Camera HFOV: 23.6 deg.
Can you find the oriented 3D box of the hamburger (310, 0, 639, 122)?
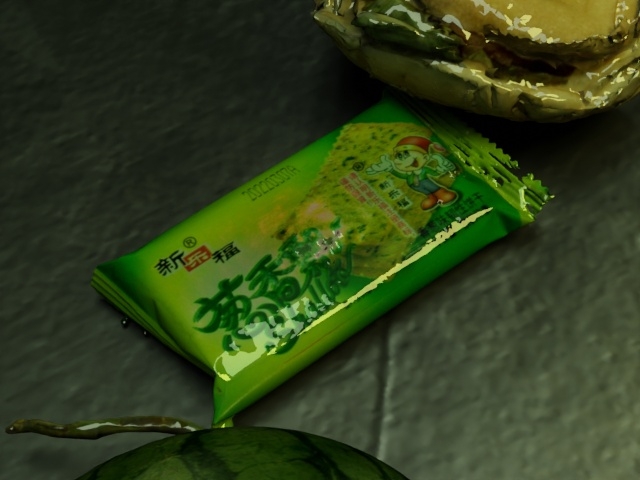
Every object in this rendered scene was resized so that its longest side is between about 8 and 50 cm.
[{"bbox_3d":[0.056,-0.097,0.680,0.176,0.087,0.102,37,62,16],"label":"hamburger"}]

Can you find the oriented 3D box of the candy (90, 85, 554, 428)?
[{"bbox_3d":[0.000,-0.001,0.655,0.178,0.032,0.102,-33,59,-17],"label":"candy"}]

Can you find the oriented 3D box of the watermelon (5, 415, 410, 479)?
[{"bbox_3d":[-0.031,0.142,0.505,0.204,0.127,0.232,2,54,3],"label":"watermelon"}]
